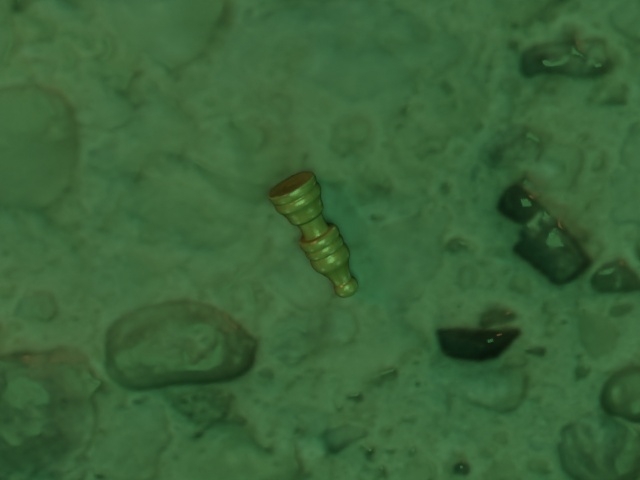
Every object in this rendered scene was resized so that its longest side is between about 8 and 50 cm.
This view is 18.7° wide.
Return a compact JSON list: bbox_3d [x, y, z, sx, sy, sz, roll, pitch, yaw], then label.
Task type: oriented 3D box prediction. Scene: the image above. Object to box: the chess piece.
[{"bbox_3d":[0.000,0.000,1.341,0.035,0.035,0.092,-28,109,0],"label":"chess piece"}]
